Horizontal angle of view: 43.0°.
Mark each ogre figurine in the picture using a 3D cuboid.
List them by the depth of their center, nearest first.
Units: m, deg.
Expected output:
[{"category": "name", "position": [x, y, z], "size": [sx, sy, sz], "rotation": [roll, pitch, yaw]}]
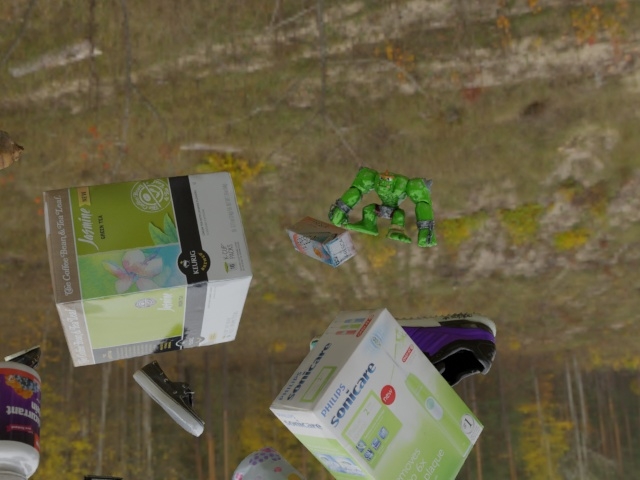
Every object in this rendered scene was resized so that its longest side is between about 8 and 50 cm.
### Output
[{"category": "ogre figurine", "position": [0.115, -0.063, 1.421], "size": [0.197, 0.118, 0.097], "rotation": [13, 179, 43]}]

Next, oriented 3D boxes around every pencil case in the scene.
[{"category": "pencil case", "position": [-0.049, 0.488, 1.448], "size": [0.113, 0.124, 0.273], "rotation": [5, -160, -40]}]

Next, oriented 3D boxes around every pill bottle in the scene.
[{"category": "pill bottle", "position": [-0.451, 0.278, 1.144], "size": [0.108, 0.193, 0.108], "rotation": [-9, 141, -7]}]

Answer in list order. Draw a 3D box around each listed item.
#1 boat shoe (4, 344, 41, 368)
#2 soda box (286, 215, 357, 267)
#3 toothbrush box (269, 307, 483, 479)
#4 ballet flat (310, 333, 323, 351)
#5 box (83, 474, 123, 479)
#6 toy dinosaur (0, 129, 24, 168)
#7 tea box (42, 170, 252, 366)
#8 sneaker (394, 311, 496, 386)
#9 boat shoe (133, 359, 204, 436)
[{"category": "boat shoe", "position": [-0.537, 0.218, 1.479], "size": [0.049, 0.042, 0.133], "rotation": [-24, -177, -5]}, {"category": "soda box", "position": [0.000, 0.000, 1.711], "size": [0.063, 0.058, 0.183], "rotation": [-32, -156, -19]}, {"category": "toothbrush box", "position": [0.093, 0.275, 1.262], "size": [0.283, 0.206, 0.122], "rotation": [50, 149, -18]}, {"category": "ballet flat", "position": [0.014, 0.302, 1.932], "size": [0.057, 0.168, 0.052], "rotation": [-3, -165, 19]}, {"category": "box", "position": [-0.418, 0.633, 1.510], "size": [0.076, 0.307, 0.242], "rotation": [4, 136, -4]}, {"category": "toy dinosaur", "position": [-0.324, -0.048, 0.686], "size": [0.064, 0.211, 0.112], "rotation": [-12, 123, 36]}, {"category": "tea box", "position": [-0.316, 0.059, 1.484], "size": [0.323, 0.220, 0.329], "rotation": [-8, 156, -16]}, {"category": "sneaker", "position": [0.189, 0.225, 1.540], "size": [0.293, 0.146, 0.102], "rotation": [-13, 125, 16]}, {"category": "boat shoe", "position": [-0.318, 0.338, 1.785], "size": [0.228, 0.076, 0.080], "rotation": [30, 153, 38]}]
